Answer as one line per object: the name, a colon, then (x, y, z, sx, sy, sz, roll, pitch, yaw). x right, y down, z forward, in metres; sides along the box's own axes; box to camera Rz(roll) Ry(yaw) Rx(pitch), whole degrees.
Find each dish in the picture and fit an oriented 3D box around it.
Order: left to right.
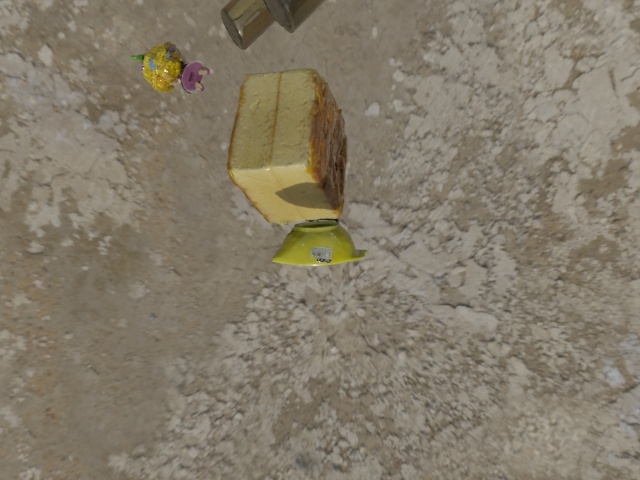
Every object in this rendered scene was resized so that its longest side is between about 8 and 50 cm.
dish: (0.000, 0.000, 1.464, 0.208, 0.149, 0.080, -6, 102, -21)

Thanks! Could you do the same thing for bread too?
bread: (-0.062, -0.210, 1.620, 0.207, 0.279, 0.279, -2, 64, 17)

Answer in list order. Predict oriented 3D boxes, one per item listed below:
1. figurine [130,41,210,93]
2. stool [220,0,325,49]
figurine: (-0.305, -0.335, 1.358, 0.156, 0.115, 0.094, 30, 97, 31)
stool: (-0.042, -0.393, 0.789, 0.226, 0.310, 0.310, -32, 110, -10)
